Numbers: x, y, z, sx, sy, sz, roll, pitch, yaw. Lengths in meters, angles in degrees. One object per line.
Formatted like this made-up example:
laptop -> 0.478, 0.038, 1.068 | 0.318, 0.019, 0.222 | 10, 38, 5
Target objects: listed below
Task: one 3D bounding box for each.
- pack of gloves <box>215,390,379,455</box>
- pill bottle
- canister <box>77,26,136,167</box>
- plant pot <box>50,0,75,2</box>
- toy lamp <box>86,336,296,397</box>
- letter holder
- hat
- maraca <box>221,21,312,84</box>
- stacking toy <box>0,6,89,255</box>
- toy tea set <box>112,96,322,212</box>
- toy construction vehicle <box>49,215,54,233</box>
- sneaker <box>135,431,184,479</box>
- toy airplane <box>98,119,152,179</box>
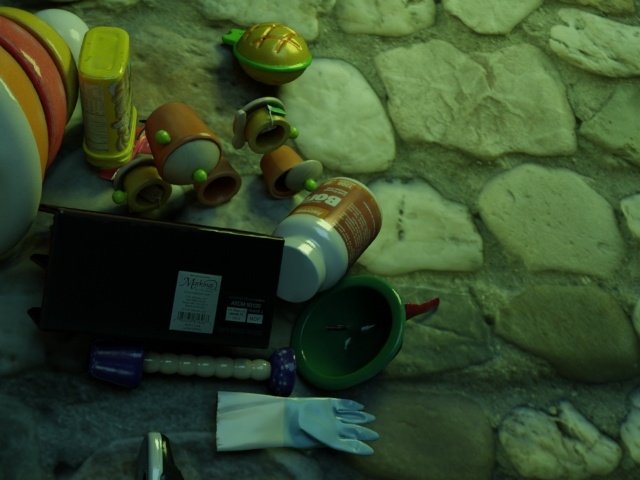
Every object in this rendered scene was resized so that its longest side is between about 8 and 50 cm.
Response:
pack of gloves -> -0.030, 0.307, 1.407 | 0.232, 0.046, 0.195 | 6, 67, -15
pill bottle -> 0.000, 0.000, 1.539 | 0.121, 0.121, 0.216 | 36, 36, 5
canister -> -0.311, -0.210, 1.535 | 0.073, 0.170, 0.126 | 2, 49, -5
plant pot -> -0.457, -0.555, 1.716 | 0.263, 0.263, 0.229 | -28, 54, -34
toy lamp -> -0.173, 0.165, 1.414 | 0.275, 0.080, 0.080 | 6, 55, -20
letter holder -> -0.234, 0.043, 1.421 | 0.302, 0.214, 0.152 | 8, 93, -25
hat -> 0.086, 0.161, 1.552 | 0.208, 0.183, 0.173 | -32, 51, 10
maraca -> -0.091, -0.323, 1.779 | 0.127, 0.099, 0.186 | -10, 36, -30
stacking toy -> -0.448, -0.217, 1.466 | 0.351, 0.350, 0.480 | 30, 36, 0
toy tea set -> -0.128, -0.103, 1.545 | 0.336, 0.200, 0.124 | -9, 52, -33
toy construction vehicle -> -0.338, 0.014, 1.484 | 0.098, 0.035, 0.086 | 13, 46, -11
sneaker -> -0.161, 0.345, 1.300 | 0.121, 0.079, 0.217 | 4, 64, -23
toy airplane -> -0.284, -0.133, 1.605 | 0.151, 0.028, 0.151 | 4, 49, -5
